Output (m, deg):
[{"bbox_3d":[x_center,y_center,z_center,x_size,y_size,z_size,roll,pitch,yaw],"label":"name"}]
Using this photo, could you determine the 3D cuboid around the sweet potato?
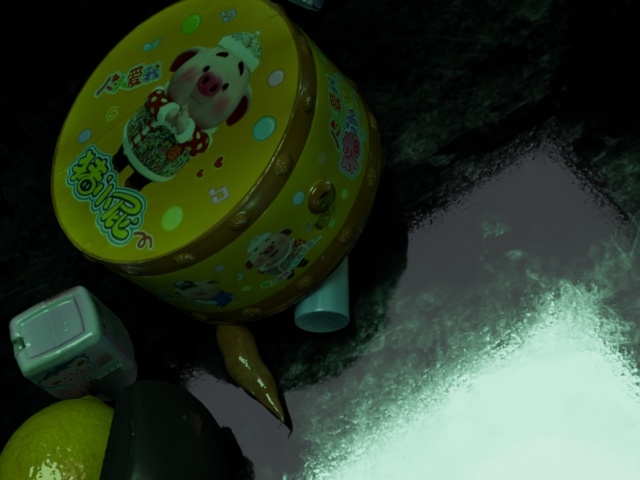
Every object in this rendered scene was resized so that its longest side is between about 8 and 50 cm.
[{"bbox_3d":[-0.096,0.172,1.302,0.056,0.056,0.195,-32,64,-3],"label":"sweet potato"}]

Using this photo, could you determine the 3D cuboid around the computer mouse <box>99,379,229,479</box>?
[{"bbox_3d":[-0.178,0.296,1.158,0.100,0.170,0.269,-24,42,24],"label":"computer mouse"}]

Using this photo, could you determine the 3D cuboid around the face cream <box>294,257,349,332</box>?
[{"bbox_3d":[0.000,0.000,1.348,0.077,0.077,0.250,-7,60,11],"label":"face cream"}]

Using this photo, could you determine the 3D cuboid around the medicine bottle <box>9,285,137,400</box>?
[{"bbox_3d":[-0.318,0.150,1.291,0.119,0.188,0.094,-27,60,0],"label":"medicine bottle"}]

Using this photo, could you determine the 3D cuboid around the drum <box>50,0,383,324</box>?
[{"bbox_3d":[-0.145,-0.113,1.313,0.431,0.214,0.431,-15,59,26],"label":"drum"}]

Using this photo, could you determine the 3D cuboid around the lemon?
[{"bbox_3d":[-0.318,0.305,1.216,0.187,0.187,0.244,3,56,16],"label":"lemon"}]

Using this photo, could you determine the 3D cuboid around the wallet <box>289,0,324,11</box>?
[{"bbox_3d":[-0.015,-0.487,1.570,0.141,0.059,0.202,33,102,29],"label":"wallet"}]
